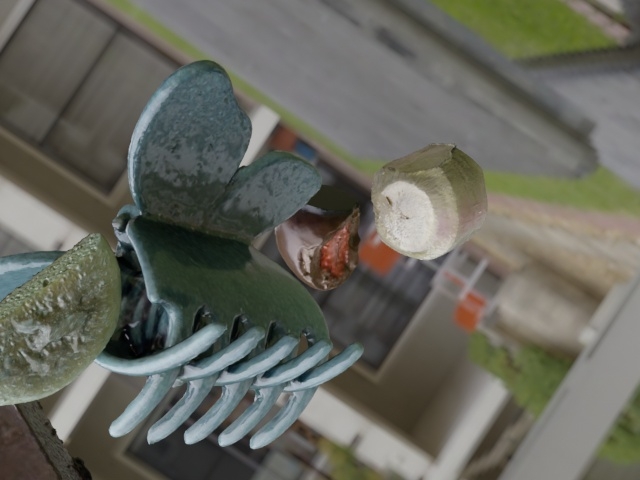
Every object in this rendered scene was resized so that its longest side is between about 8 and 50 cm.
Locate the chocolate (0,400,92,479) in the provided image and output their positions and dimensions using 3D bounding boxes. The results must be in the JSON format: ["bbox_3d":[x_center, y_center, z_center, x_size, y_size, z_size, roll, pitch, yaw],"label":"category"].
[{"bbox_3d":[-0.353,0.213,1.836,0.321,0.112,0.112,53,173,30],"label":"chocolate"}]

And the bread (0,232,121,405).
[{"bbox_3d":[-0.244,0.091,1.467,0.036,0.193,0.112,42,165,50],"label":"bread"}]

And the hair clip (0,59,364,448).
[{"bbox_3d":[-0.127,0.059,1.651,0.318,0.392,0.238,18,-142,-57],"label":"hair clip"}]

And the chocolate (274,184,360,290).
[{"bbox_3d":[0.000,0.000,2.170,0.124,0.133,0.127,1,-159,-22],"label":"chocolate"}]

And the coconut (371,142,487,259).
[{"bbox_3d":[0.110,-0.043,1.604,0.110,0.110,0.124,33,-148,17],"label":"coconut"}]
